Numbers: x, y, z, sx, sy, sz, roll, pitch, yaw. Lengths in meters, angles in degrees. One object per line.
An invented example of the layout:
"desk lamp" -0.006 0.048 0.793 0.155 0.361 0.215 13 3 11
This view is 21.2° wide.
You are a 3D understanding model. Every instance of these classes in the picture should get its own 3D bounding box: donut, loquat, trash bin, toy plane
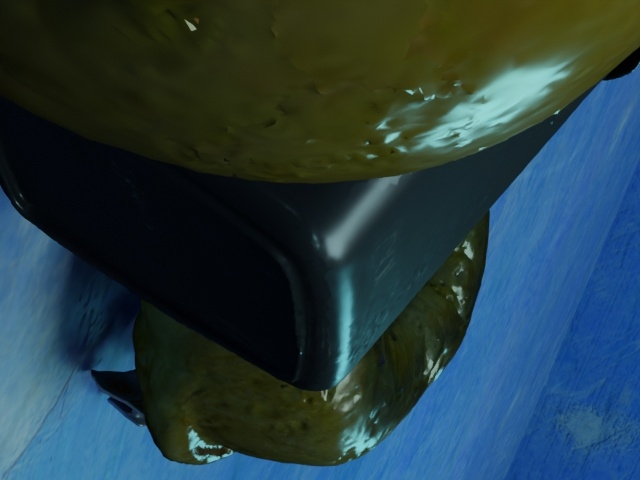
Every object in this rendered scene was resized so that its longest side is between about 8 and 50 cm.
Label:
"donut" 0.000 0.000 0.878 0.261 0.128 0.208 -47 141 -56
"loquat" -0.012 -0.142 0.397 0.263 0.263 0.263 -56 164 -25
"trash bin" 0.016 -0.105 0.677 0.290 0.209 0.182 -51 163 -23
"toy plane" -0.062 0.073 0.965 0.197 0.078 0.053 0 119 -58
